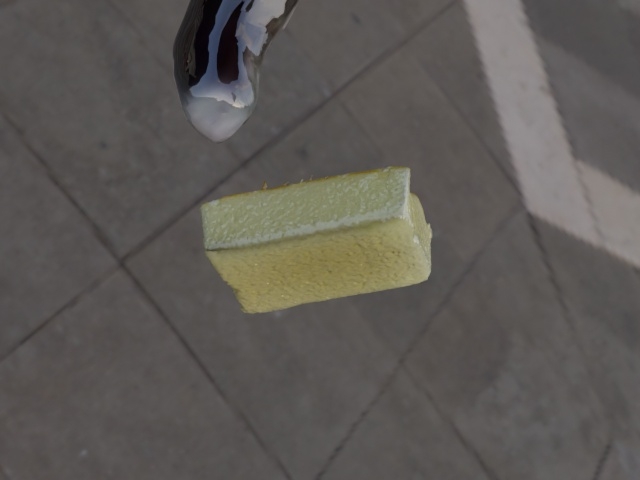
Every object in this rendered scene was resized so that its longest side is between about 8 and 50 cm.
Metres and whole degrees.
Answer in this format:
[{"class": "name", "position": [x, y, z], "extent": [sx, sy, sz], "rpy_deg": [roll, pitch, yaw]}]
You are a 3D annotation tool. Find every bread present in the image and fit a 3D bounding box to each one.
[{"class": "bread", "position": [0.001, 0.000, 1.326], "extent": [0.125, 0.188, 0.068], "rpy_deg": [63, 19, -56]}]

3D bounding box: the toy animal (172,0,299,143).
[{"class": "toy animal", "position": [0.040, -0.238, 0.544], "extent": [0.194, 0.302, 0.344], "rpy_deg": [45, 27, -41]}]
